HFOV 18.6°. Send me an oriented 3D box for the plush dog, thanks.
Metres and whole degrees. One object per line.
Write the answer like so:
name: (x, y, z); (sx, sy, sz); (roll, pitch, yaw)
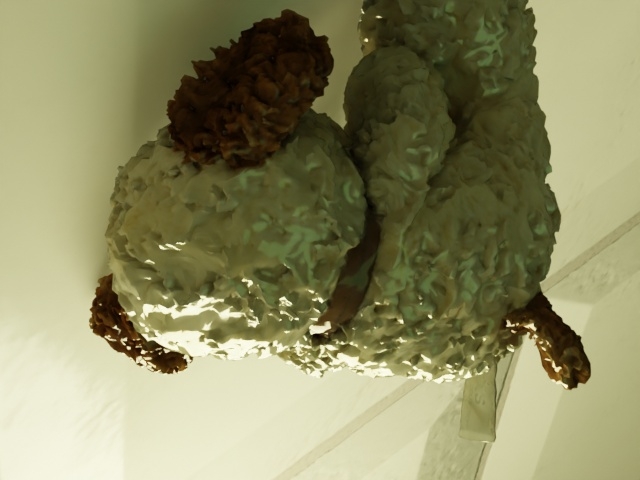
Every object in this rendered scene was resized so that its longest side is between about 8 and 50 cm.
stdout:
plush dog: (0.000, 0.000, 0.963); (0.225, 0.210, 0.262); (2, 131, -30)
